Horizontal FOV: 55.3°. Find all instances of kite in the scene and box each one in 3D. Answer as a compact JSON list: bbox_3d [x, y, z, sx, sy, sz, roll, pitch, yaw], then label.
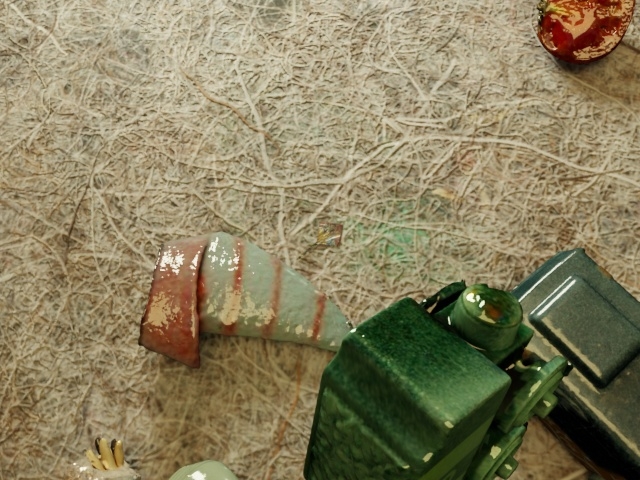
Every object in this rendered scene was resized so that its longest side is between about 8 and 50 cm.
[{"bbox_3d":[0.005,0.003,0.894,0.044,0.002,0.078,28,73,12],"label":"kite"}]

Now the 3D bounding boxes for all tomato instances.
[{"bbox_3d":[0.408,-0.354,0.956,0.139,0.091,0.159,6,98,15],"label":"tomato"}]

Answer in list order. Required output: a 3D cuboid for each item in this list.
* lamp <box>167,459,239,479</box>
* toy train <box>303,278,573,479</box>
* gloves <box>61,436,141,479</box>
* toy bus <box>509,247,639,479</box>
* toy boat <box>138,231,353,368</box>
[{"bbox_3d":[-0.109,0.334,0.711,0.193,0.106,0.106,24,72,31],"label":"lamp"},{"bbox_3d":[0.111,0.182,0.619,0.238,0.298,0.167,-26,49,-34],"label":"toy train"},{"bbox_3d":[-0.287,0.322,0.749,0.094,0.110,0.144,44,107,8],"label":"gloves"},{"bbox_3d":[0.339,0.176,0.713,0.162,0.194,0.323,-40,73,-9],"label":"toy bus"},{"bbox_3d":[-0.087,0.085,0.837,0.283,0.096,0.206,9,56,-3],"label":"toy boat"}]
